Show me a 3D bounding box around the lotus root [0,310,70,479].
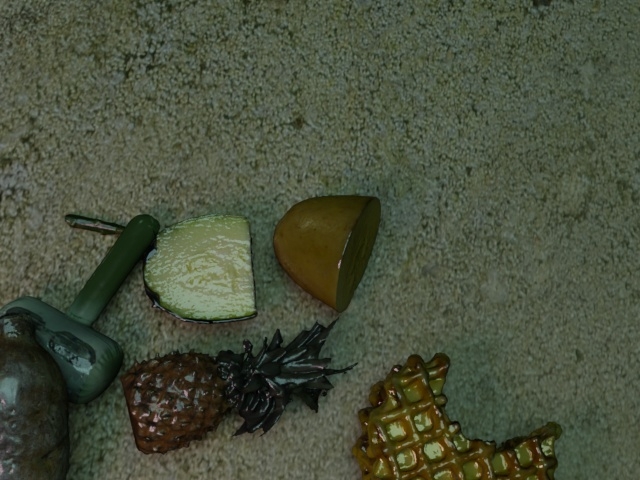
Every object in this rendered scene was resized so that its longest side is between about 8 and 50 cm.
[{"bbox_3d":[-0.446,0.277,1.146,0.175,0.175,0.349,4,95,-6],"label":"lotus root"}]

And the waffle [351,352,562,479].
[{"bbox_3d":[0.210,0.341,1.274,0.324,0.151,0.261,31,66,6],"label":"waffle"}]

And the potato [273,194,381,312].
[{"bbox_3d":[0.000,0.000,1.372,0.158,0.178,0.203,21,93,16],"label":"potato"}]

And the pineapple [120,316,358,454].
[{"bbox_3d":[-0.121,0.231,1.267,0.365,0.165,0.165,-10,71,-14],"label":"pineapple"}]

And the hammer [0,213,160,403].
[{"bbox_3d":[-0.368,0.090,1.315,0.206,0.119,0.335,29,62,3],"label":"hammer"}]

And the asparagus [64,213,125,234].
[{"bbox_3d":[-0.387,-0.025,1.394,0.108,0.021,0.025,11,73,-4],"label":"asparagus"}]

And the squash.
[{"bbox_3d":[-0.202,0.058,1.354,0.184,0.085,0.192,-3,69,-6],"label":"squash"}]
